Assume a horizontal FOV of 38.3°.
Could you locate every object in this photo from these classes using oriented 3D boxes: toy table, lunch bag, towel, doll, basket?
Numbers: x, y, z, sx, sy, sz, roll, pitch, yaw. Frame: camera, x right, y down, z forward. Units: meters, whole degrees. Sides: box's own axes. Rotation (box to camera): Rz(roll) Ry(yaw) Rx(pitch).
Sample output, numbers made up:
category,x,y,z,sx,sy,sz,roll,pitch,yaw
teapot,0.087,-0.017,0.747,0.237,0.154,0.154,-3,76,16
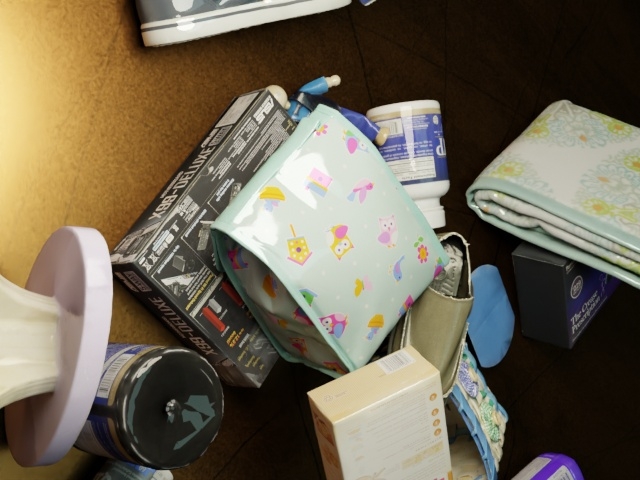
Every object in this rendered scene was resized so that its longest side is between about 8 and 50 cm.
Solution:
category,x,y,z,sx,sy,sz,roll,pitch,yaw
toy table,-0.320,0.107,0.891,0.160,0.252,0.274,5,110,-37
lunch bag,0.000,0.000,1.107,0.223,0.160,0.262,-49,124,-23
towel,0.479,-0.082,1.538,0.320,0.374,0.090,-40,147,-38
doll,0.002,-0.169,1.287,0.189,0.046,0.129,21,95,-20
basket,0.126,0.265,1.279,0.289,0.201,0.255,-44,108,-43

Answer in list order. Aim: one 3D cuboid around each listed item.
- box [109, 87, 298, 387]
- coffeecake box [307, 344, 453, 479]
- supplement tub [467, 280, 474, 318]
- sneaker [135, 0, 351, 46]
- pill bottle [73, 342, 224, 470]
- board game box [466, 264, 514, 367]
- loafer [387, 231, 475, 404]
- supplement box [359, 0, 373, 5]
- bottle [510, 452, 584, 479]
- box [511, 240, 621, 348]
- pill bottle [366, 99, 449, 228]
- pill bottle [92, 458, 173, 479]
category,x,y,z,sx,sy,sz,roll,pitch,yaw
box,-0.094,-0.005,1.191,0.242,0.076,0.307,49,58,-28
coffeecake box,0.075,0.239,1.097,0.142,0.068,0.186,-22,123,-19
supplement tub,0.114,0.072,1.304,0.197,0.106,0.106,7,81,-14
sneaker,-0.092,-0.337,1.185,0.321,0.126,0.128,-21,106,-39
pill bottle,-0.211,0.170,0.980,0.122,0.219,0.123,3,85,-41
board game box,0.266,0.123,1.530,0.133,0.033,0.169,-44,120,-40
loafer,0.146,0.095,1.193,0.094,0.087,0.251,11,66,-6
supplement box,0.047,-0.537,1.233,0.357,0.195,0.194,53,23,-25
bottle,0.330,0.461,1.518,0.282,0.092,0.118,-27,104,-39
box,0.449,0.034,1.619,0.261,0.103,0.184,-42,129,-35
pill bottle,0.134,-0.109,1.375,0.112,0.112,0.187,-10,94,-41
pill bottle,-0.236,0.305,1.042,0.078,0.078,0.137,51,56,-26
